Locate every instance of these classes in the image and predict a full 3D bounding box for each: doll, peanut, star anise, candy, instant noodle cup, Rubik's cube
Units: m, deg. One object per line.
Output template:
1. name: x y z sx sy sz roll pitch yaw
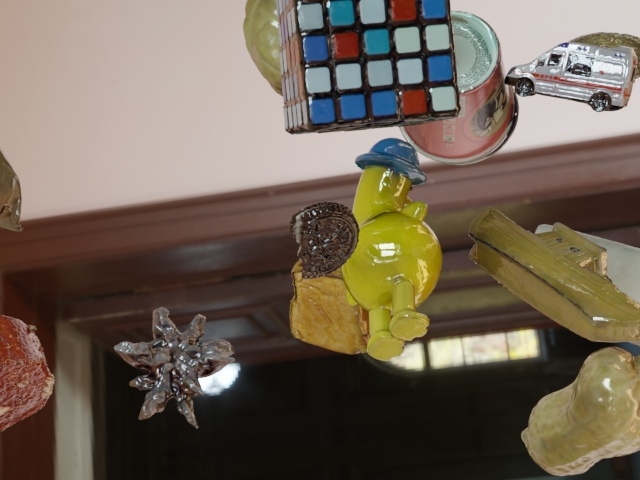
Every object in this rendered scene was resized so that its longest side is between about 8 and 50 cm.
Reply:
1. doll: 0.089 -0.001 1.441 0.145 0.199 0.362 24 -139 -25
2. peanut: 0.435 0.286 1.599 0.143 0.159 0.291 -41 -13 -40
3. star anise: -0.276 0.236 1.970 0.282 0.212 0.129 -55 -15 -53
4. candy: 0.557 0.101 1.854 0.208 0.359 0.145 32 -98 -48
5. instant noodle cup: 0.244 -0.287 1.830 0.255 0.244 0.243 63 -159 -71
6. Rubik's cube: 0.051 -0.223 1.194 0.187 0.184 0.182 -156 61 -79

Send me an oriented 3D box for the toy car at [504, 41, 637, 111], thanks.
1. toy car: 0.414 -0.279 1.672 0.089 0.210 0.108 -26 -53 -66

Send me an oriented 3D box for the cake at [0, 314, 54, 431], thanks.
1. cake: -0.619 0.265 1.829 0.151 0.283 0.177 52 175 43

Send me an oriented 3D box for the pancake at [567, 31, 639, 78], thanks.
1. pancake: 0.571 -0.366 2.010 0.199 0.199 0.021 -87 -7 -49

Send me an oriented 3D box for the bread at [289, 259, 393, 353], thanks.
1. bread: 0.043 0.085 1.629 0.149 0.158 0.143 -30 -54 -39

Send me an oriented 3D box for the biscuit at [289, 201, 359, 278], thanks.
1. biscuit: 0.000 0.000 1.022 0.087 0.089 0.027 24 -155 -39

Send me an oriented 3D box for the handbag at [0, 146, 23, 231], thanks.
1. handbag: -0.369 -0.117 0.888 0.270 0.117 0.182 58 -168 1

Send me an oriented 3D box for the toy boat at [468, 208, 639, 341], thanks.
1. toy boat: 0.341 0.045 1.434 0.321 0.121 0.089 37 146 46

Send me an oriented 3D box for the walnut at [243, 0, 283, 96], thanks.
1. walnut: 0.019 -0.341 1.573 0.282 0.253 0.276 -58 21 34
